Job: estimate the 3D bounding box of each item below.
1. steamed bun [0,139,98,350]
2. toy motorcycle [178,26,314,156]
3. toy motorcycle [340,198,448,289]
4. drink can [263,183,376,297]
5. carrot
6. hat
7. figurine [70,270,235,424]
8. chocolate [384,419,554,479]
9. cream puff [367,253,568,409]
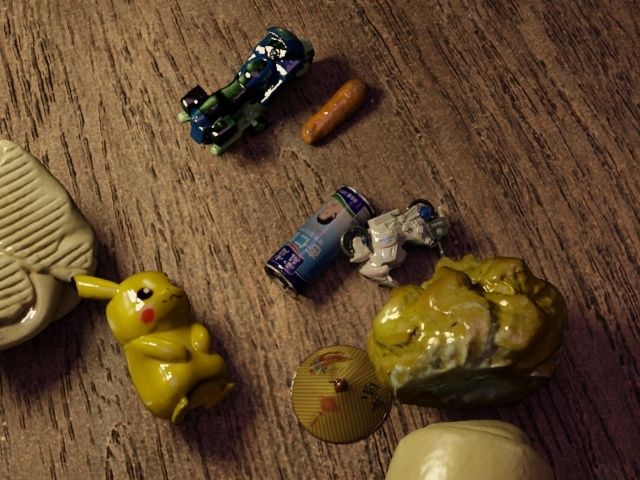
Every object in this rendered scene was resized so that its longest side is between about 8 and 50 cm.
[{"bbox_3d":[-0.625,0.011,1.922,0.342,0.255,0.368,-32,99,-30],"label":"steamed bun"},{"bbox_3d":[-0.136,-0.319,2.073,0.331,0.196,0.125,-40,73,-15],"label":"toy motorcycle"},{"bbox_3d":[0.155,0.012,1.982,0.221,0.102,0.150,-23,91,-16],"label":"toy motorcycle"},{"bbox_3d":[0.000,0.000,1.996,0.097,0.097,0.235,40,75,15],"label":"drink can"},{"bbox_3d":[0.032,-0.269,2.125,0.060,0.060,0.186,40,77,15],"label":"carrot"},{"bbox_3d":[0.038,0.277,1.891,0.193,0.082,0.193,0,68,0],"label":"hat"},{"bbox_3d":[-0.295,0.177,1.877,0.169,0.218,0.327,-30,80,35],"label":"figurine"},{"bbox_3d":[0.235,0.441,1.694,0.314,0.326,0.297,-7,67,34],"label":"chocolate"},{"bbox_3d":[0.262,0.147,1.818,0.378,0.378,0.276,-3,67,0],"label":"cream puff"}]
